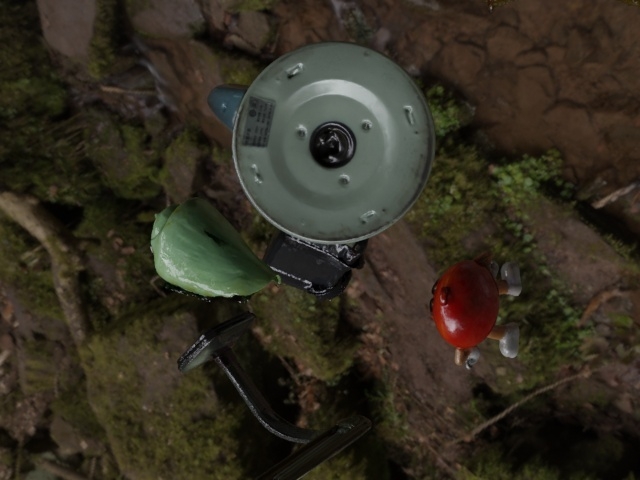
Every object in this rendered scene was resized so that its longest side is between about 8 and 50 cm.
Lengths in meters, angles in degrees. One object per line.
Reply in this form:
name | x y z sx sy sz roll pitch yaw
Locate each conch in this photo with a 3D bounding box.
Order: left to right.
conch | -0.208 0.031 1.129 0.251 0.143 0.137 51 130 11

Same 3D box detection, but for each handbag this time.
handbag | 0.000 0.000 1.289 0.181 0.181 0.254 26 140 -7

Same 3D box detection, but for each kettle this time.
kettle | -0.010 -0.164 0.918 0.319 0.247 0.342 22 -167 -2

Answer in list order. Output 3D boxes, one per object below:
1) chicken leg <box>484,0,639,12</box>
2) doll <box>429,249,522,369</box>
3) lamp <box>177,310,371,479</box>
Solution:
chicken leg | 0.342 -0.275 0.636 0.140 0.361 0.212 29 -131 -68
doll | 0.232 0.105 0.956 0.085 0.217 0.183 3 88 46
lamp | -0.101 0.235 0.881 0.283 0.203 0.124 40 121 23
